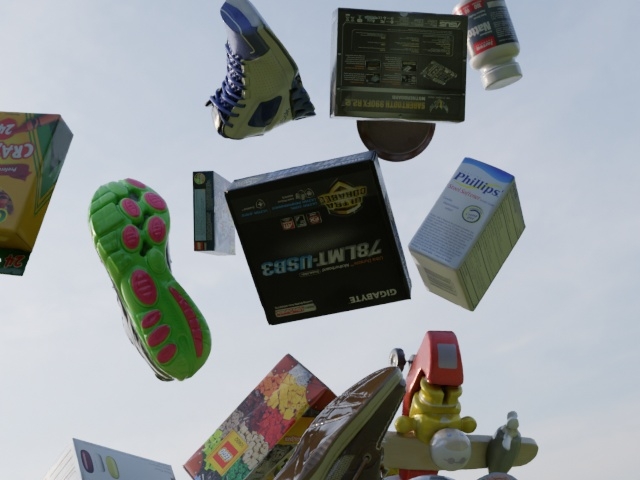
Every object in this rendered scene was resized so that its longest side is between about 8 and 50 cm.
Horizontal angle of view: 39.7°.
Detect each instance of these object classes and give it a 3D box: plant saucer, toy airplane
[{"bbox_3d":[0.156,-0.244,1.803,0.168,0.169,0.029,-25,2,25],"label":"plant saucer"},{"bbox_3d":[0.232,0.435,1.879,0.386,0.384,0.272,-39,14,-7],"label":"toy airplane"}]

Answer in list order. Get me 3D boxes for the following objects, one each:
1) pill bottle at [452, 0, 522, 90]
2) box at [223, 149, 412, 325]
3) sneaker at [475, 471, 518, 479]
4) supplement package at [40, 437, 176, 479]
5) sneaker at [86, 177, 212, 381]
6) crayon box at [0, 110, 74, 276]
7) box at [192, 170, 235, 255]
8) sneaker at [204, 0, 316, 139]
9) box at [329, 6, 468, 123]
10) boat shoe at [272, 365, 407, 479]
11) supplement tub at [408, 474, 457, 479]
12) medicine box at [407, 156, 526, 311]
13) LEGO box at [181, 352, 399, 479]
[{"bbox_3d":[0.344,-0.403,1.796,0.107,0.180,0.108,-17,-7,-2],"label":"pill bottle"},{"bbox_3d":[0.000,0.000,1.692,0.295,0.073,0.294,-11,-70,14],"label":"box"},{"bbox_3d":[0.285,0.572,1.693,0.302,0.108,0.121,-39,-34,-37],"label":"sneaker"},{"bbox_3d":[-0.464,0.576,1.917,0.261,0.145,0.204,27,-73,-36],"label":"supplement package"},{"bbox_3d":[-0.383,0.085,1.875,0.185,0.483,0.202,-9,-25,-28],"label":"sneaker"},{"bbox_3d":[-0.612,-0.096,1.672,0.202,0.319,0.081,4,-28,11],"label":"crayon box"},{"bbox_3d":[-0.219,-0.051,1.846,0.044,0.159,0.233,-2,-4,5],"label":"box"},{"bbox_3d":[-0.130,-0.274,1.595,0.182,0.127,0.315,-34,-29,-1],"label":"sneaker"},{"bbox_3d":[0.133,-0.295,1.510,0.230,0.183,0.056,0,3,-8],"label":"box"},{"bbox_3d":[0.031,0.331,1.262,0.123,0.342,0.123,47,-31,-11],"label":"boat shoe"},{"bbox_3d":[0.173,0.490,1.315,0.193,0.194,0.316,-15,4,6],"label":"supplement tub"},{"bbox_3d":[0.376,-0.012,2.234,0.149,0.289,0.263,26,-16,29],"label":"medicine box"},{"bbox_3d":[-0.038,0.582,2.215,0.372,0.193,0.500,-47,-50,-10],"label":"LEGO box"}]
